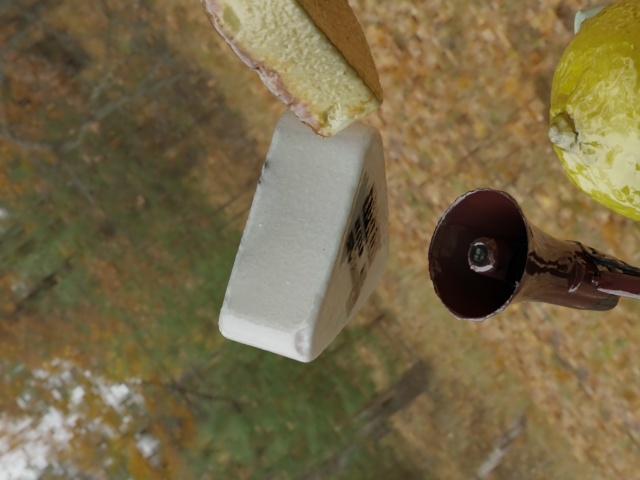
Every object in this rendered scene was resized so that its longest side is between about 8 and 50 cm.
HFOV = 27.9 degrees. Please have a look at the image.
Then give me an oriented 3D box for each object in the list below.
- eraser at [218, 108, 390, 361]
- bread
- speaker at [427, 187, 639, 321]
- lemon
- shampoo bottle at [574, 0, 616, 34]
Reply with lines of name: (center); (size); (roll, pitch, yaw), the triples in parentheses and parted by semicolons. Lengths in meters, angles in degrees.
eraser: (0.000, 0.000, 1.825); (0.150, 0.331, 0.331); (15, 164, 14)
bread: (-0.045, -0.268, 1.495); (0.275, 0.114, 0.185); (48, -159, -44)
speaker: (0.368, 0.028, 1.939); (0.259, 0.329, 0.198); (-30, 59, 48)
lemon: (0.379, -0.142, 1.355); (0.268, 0.321, 0.268); (163, 90, -82)
shampoo bottle: (0.492, -0.332, 1.949); (0.049, 0.212, 0.072); (-107, 10, -65)
